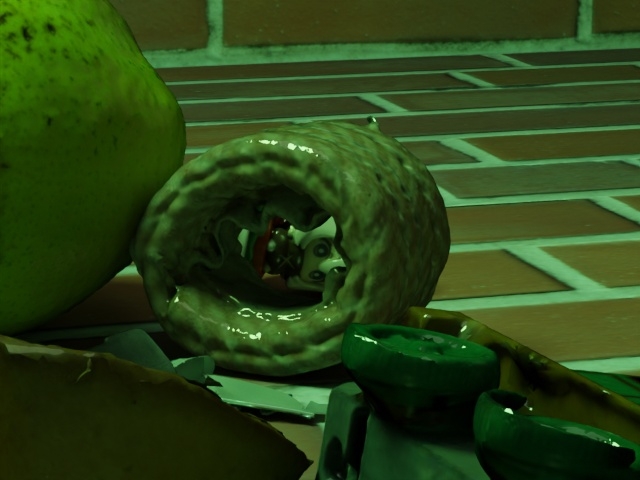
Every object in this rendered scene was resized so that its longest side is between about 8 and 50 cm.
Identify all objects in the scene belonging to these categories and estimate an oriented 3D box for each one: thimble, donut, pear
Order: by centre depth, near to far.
[{"bbox_3d":[-0.150,0.118,1.049,0.277,0.108,0.277,18,-16,6],"label":"donut"},{"bbox_3d":[-0.019,0.007,1.579,0.229,0.196,0.148,-26,-4,29],"label":"thimble"},{"bbox_3d":[-0.299,-0.086,1.646,0.391,0.391,0.391,0,12,0],"label":"pear"}]

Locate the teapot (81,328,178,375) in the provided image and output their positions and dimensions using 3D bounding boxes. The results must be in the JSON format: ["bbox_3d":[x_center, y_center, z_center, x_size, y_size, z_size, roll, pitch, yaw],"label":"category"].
[{"bbox_3d":[-0.138,0.129,1.290,0.096,0.087,0.177,34,29,28],"label":"teapot"}]

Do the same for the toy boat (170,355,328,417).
[{"bbox_3d":[-0.070,0.108,1.468,0.149,0.034,0.105,-2,14,-5],"label":"toy boat"}]

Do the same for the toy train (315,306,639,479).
[{"bbox_3d":[0.141,0.153,0.970,0.249,0.178,0.429,6,9,-23],"label":"toy train"}]

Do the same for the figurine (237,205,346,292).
[{"bbox_3d":[0.000,0.000,1.808,0.153,0.132,0.132,12,13,0],"label":"figurine"}]
